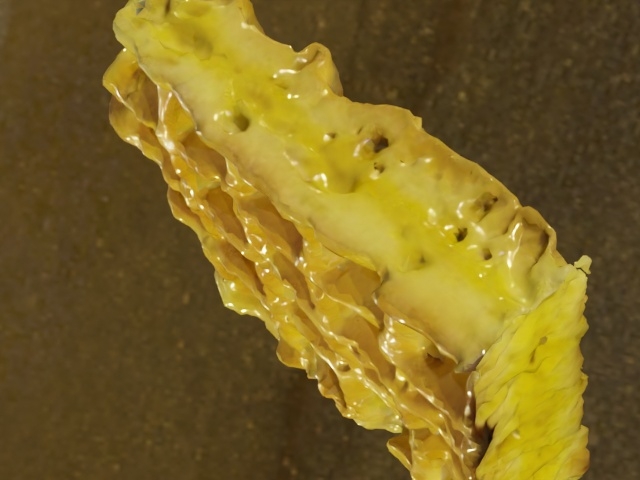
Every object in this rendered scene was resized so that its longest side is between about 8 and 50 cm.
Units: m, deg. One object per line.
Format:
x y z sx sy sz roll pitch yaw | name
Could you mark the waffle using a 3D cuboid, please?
0.000 0.000 0.509 0.055 0.160 0.211 -40 59 -15 | waffle
